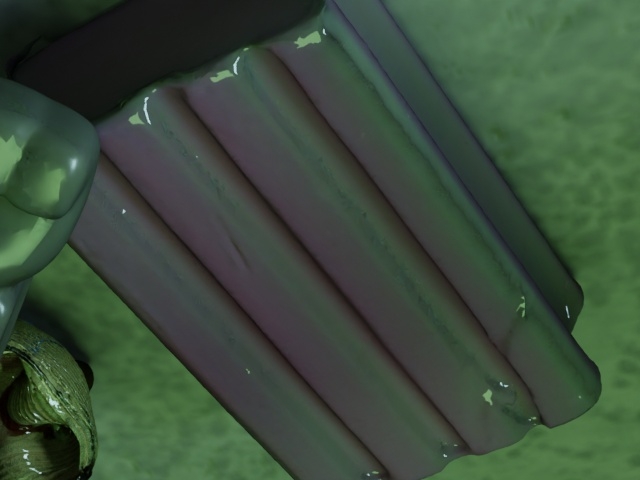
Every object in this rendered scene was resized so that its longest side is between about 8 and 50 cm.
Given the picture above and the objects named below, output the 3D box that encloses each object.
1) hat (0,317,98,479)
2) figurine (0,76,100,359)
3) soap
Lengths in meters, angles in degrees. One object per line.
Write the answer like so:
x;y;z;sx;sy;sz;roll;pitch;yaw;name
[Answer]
-0.123;0.063;0.620;0.077;0.059;0.076;-28;113;16;hat
-0.221;0.062;0.488;0.342;0.167;0.285;-31;125;-14;figurine
0.000;0.000;0.555;0.122;0.065;0.203;-23;131;19;soap
